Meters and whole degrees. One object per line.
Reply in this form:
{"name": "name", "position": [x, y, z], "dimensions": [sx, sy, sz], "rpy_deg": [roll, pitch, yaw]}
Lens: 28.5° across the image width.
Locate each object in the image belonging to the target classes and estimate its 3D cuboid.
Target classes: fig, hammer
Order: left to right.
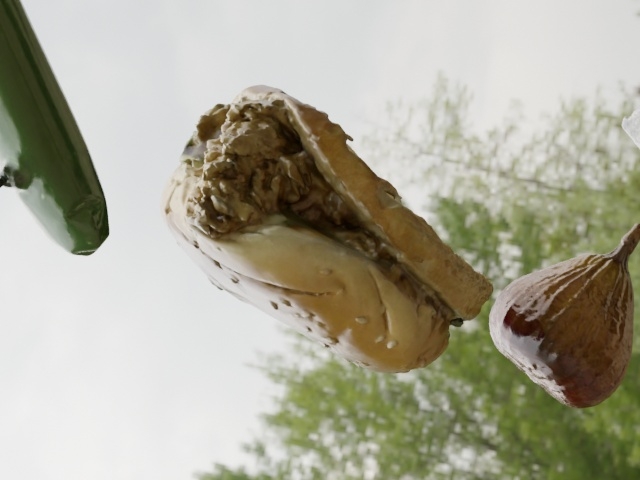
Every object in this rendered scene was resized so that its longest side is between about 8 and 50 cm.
{"name": "hammer", "position": [-0.207, -0.140, 0.708], "dimensions": [0.335, 0.119, 0.206], "rpy_deg": [67, 165, -8]}
{"name": "fig", "position": [0.204, 0.058, 1.034], "dimensions": [0.119, 0.119, 0.153], "rpy_deg": [75, -146, -52]}

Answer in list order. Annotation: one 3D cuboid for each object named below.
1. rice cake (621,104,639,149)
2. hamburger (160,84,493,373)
{"name": "rice cake", "position": [0.422, -0.136, 1.118], "dimensions": [0.298, 0.106, 0.050], "rpy_deg": [-27, -32, -10]}
{"name": "hamburger", "position": [0.000, 0.000, 0.922], "dimensions": [0.146, 0.243, 0.286], "rpy_deg": [-53, -24, -5]}
